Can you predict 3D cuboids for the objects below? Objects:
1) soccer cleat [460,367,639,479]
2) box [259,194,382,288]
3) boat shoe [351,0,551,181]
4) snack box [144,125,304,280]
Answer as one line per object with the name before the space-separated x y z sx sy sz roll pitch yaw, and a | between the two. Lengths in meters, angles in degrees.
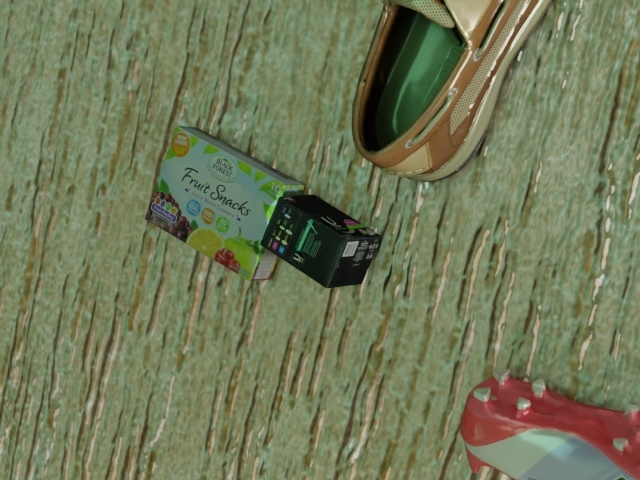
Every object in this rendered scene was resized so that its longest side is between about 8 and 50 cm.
soccer cleat | 0.226 0.181 1.241 0.248 0.083 0.095 18 125 28
box | 0.000 0.000 1.382 0.083 0.062 0.052 32 109 29
boat shoe | 0.113 -0.200 1.269 0.122 0.120 0.324 24 104 30
snack box | -0.092 -0.036 1.456 0.141 0.037 0.100 28 105 29
